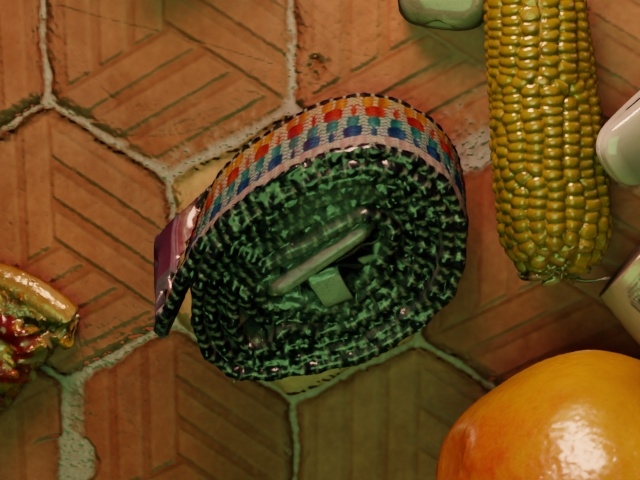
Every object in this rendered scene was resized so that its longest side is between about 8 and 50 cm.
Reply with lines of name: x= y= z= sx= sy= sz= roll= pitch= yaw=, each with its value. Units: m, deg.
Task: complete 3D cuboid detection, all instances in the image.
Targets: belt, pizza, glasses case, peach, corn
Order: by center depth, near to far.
peach: x=0.235 y=0.248 z=1.222 sx=0.289 sy=0.308 sz=0.289 roll=10 pitch=120 yaw=18
glasses case: x=0.306 y=-0.113 z=1.229 sx=0.164 sy=0.041 sz=0.063 roll=-41 pitch=110 yaw=-5
corn: x=0.196 y=-0.112 z=1.253 sx=0.106 sy=0.106 sz=0.305 roll=-4 pitch=103 yaw=15
belt: x=0.000 y=0.000 z=1.308 sx=0.295 sy=0.160 sz=0.207 roll=-38 pitch=110 yaw=21
pizza: x=-0.345 y=0.118 z=1.475 sx=0.188 sy=0.062 sz=0.199 roll=15 pitch=108 yaw=13

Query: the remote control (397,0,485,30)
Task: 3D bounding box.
remote control: x=0.119 y=-0.338 z=1.249 sx=0.090 sy=0.038 sz=0.310 roll=8 pitch=105 yaw=14

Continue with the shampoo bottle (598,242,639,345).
shampoo bottle: x=0.372 y=0.101 z=1.274 sx=0.257 sy=0.078 sz=0.127 roll=40 pitch=102 yaw=4
